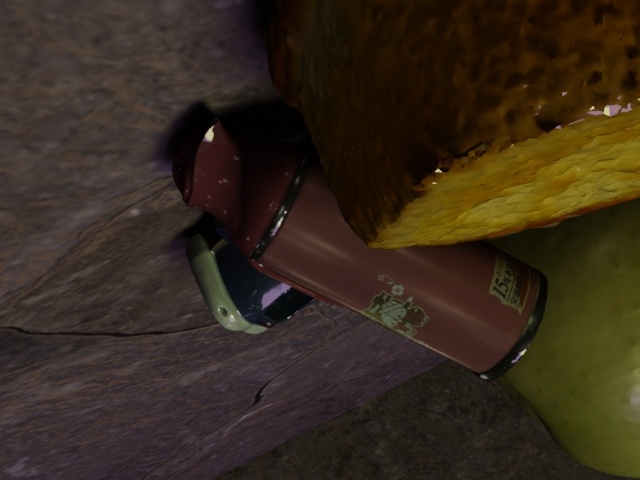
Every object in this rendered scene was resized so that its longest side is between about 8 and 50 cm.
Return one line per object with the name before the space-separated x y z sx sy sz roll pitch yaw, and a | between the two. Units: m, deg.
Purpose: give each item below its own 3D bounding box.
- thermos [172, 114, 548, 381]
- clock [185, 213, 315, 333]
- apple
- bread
thermos | 0.023 0.001 0.713 0.109 0.330 0.136 -64 -172 -8
clock | 0.000 0.000 0.847 0.243 0.146 0.199 -26 155 13
apple | 0.346 0.024 0.945 0.474 0.473 0.473 -26 160 -10
bread | 0.157 -0.132 0.548 0.398 0.215 0.398 -14 169 -3
